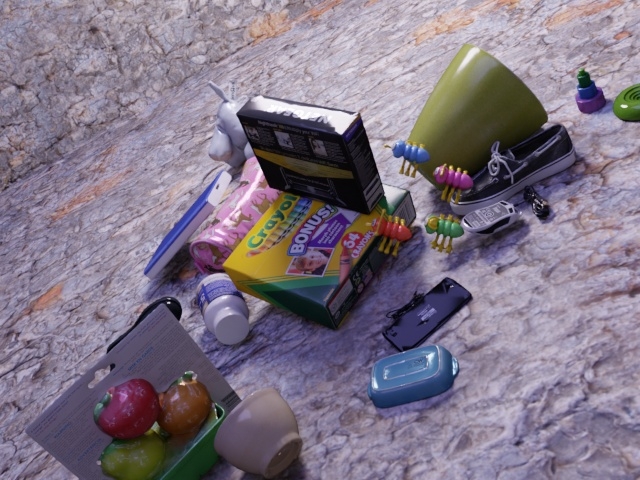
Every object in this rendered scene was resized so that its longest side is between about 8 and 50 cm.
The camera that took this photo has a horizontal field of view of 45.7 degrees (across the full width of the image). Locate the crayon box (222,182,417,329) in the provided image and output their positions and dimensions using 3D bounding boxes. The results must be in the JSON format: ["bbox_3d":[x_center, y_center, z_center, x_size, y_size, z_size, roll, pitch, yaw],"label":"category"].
[{"bbox_3d":[0.000,0.000,1.799,0.313,0.106,0.363,19,59,34],"label":"crayon box"}]

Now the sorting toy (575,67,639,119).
[{"bbox_3d":[0.731,-0.354,1.703,0.365,0.126,0.127,12,53,48],"label":"sorting toy"}]

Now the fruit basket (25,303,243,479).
[{"bbox_3d":[-0.340,0.340,1.469,0.327,0.353,0.165,-45,34,-18],"label":"fruit basket"}]

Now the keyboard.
[{"bbox_3d":[0.214,0.151,1.560,0.192,0.038,0.100,-38,55,-12],"label":"keyboard"}]

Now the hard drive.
[{"bbox_3d":[-0.385,-0.046,2.204,0.319,0.040,0.210,-46,15,25],"label":"hard drive"}]

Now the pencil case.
[{"bbox_3d":[-0.217,-0.066,2.118,0.160,0.167,0.386,24,50,4],"label":"pencil case"}]

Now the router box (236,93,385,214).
[{"bbox_3d":[-0.022,-0.200,1.750,0.308,0.243,0.081,18,56,34],"label":"router box"}]

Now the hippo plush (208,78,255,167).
[{"bbox_3d":[-0.211,-0.362,2.479,0.236,0.294,0.234,18,23,30],"label":"hippo plush"}]

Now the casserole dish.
[{"bbox_3d":[0.168,0.252,1.443,0.188,0.037,0.114,-19,34,20],"label":"casserole dish"}]

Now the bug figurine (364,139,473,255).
[{"bbox_3d":[0.225,-0.098,1.686,0.216,0.072,0.279,14,74,2],"label":"bug figurine"}]

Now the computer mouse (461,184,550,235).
[{"bbox_3d":[0.397,-0.054,1.649,0.192,0.042,0.106,-21,36,-4],"label":"computer mouse"}]

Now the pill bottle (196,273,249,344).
[{"bbox_3d":[-0.234,0.169,1.844,0.112,0.112,0.187,-34,31,-2],"label":"pill bottle"}]

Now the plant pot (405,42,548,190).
[{"bbox_3d":[0.346,-0.272,1.841,0.293,0.274,0.275,-47,31,6],"label":"plant pot"}]

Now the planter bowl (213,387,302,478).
[{"bbox_3d":[-0.103,0.373,1.421,0.162,0.162,0.109,-43,58,-16],"label":"planter bowl"}]

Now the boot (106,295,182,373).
[{"bbox_3d":[-0.433,0.272,1.891,0.246,0.094,0.207,-40,28,0],"label":"boot"}]

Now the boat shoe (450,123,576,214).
[{"bbox_3d":[0.426,-0.165,1.728,0.306,0.105,0.113,-24,32,14],"label":"boat shoe"}]
